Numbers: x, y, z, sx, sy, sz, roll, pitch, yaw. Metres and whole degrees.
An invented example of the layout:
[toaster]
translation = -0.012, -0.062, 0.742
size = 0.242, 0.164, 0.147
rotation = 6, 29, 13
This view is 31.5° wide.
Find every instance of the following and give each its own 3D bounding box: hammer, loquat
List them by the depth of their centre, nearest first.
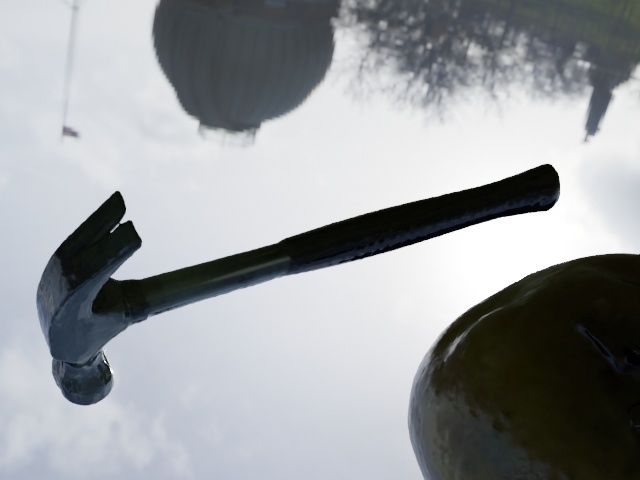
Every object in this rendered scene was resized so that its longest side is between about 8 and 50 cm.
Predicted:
[hammer]
translation = 0.000, 0.000, 0.494
size = 0.246, 0.103, 0.029
rotation = -16, -126, -17
[loquat]
translation = 0.163, 0.109, 0.656
size = 0.213, 0.213, 0.213
rotation = 11, -155, -5
